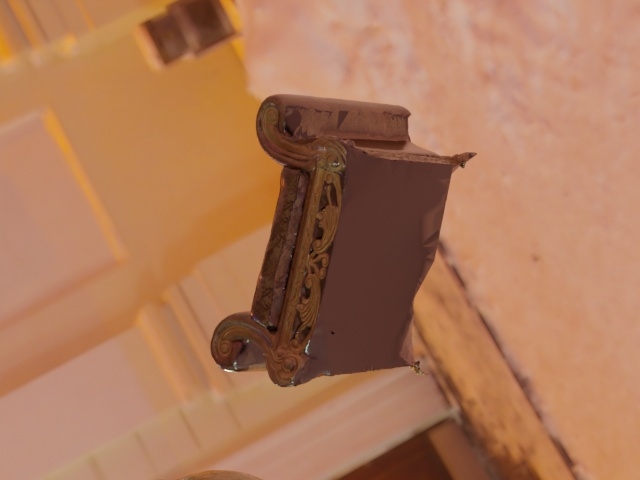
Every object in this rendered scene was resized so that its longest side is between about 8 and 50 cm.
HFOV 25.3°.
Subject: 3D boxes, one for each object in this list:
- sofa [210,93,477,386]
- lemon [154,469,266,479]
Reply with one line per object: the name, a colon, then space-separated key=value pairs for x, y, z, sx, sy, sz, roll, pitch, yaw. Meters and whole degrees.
sofa: x=0.000 y=0.000 z=1.306 sx=0.182 sy=0.200 sz=0.258 roll=21 pitch=104 yaw=40
lemon: x=-0.089 y=0.330 z=1.483 sx=0.248 sy=0.184 sz=0.184 roll=48 pitch=176 yaw=-15
